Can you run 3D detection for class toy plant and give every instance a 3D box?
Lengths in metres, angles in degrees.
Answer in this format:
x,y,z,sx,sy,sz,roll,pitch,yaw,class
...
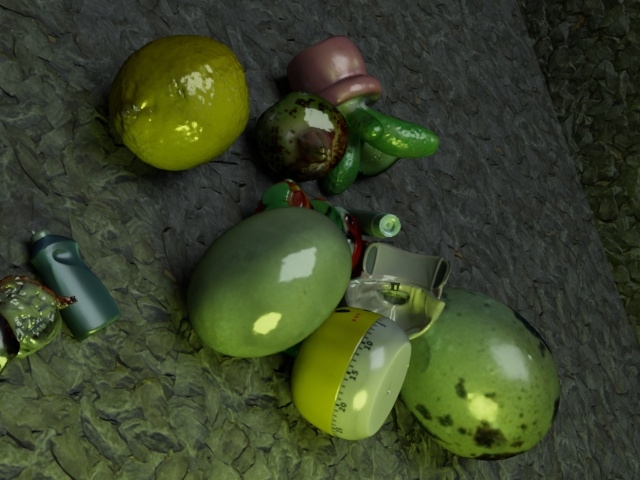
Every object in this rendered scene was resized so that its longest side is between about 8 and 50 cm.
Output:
x,y,z,sx,sy,sz,roll,pitch,yaw,class
0.086,-0.324,2.399,0.317,0.210,0.356,-25,77,-14,toy plant

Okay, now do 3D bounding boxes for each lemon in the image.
x,y,z,sx,sy,sz,roll,pitch,yaw,class
-0.276,-0.266,1.915,0.268,0.268,0.322,57,44,-7,lemon

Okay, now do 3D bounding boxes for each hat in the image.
x,y,z,sx,sy,sz,roll,pitch,yaw,class
0.167,0.112,2.148,0.220,0.164,0.226,15,24,9,hat

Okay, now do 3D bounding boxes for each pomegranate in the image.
x,y,z,sx,sy,sz,roll,pitch,yaw,class
-0.027,-0.225,2.202,0.214,0.214,0.248,38,0,-29,pomegranate

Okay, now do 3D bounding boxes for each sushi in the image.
x,y,z,sx,sy,sz,roll,pitch,yaw,class
-0.504,0.154,1.471,0.130,0.124,0.332,57,37,-13,sushi

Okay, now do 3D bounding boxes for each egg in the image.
x,y,z,sx,sy,sz,roll,pitch,yaw,class
0.343,0.297,2.227,0.428,0.345,0.345,46,35,7,egg
-0.097,0.077,1.880,0.352,0.258,0.258,-32,94,-20,egg

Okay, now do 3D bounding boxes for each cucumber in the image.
x,y,z,sx,sy,sz,roll,pitch,yaw,class
0.131,-0.226,2.549,0.115,0.063,0.244,62,35,-9,cucumber

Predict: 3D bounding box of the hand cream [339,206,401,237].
x,y,z,sx,sy,sz,roll,pitch,yaw,class
0.106,-0.037,2.249,0.058,0.331,0.085,-42,101,-10,hand cream

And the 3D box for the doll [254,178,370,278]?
x,y,z,sx,sy,sz,roll,pitch,yaw,class
0.000,-0.001,2.158,0.363,0.160,0.182,29,40,-40,doll

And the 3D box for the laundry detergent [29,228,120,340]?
x,y,z,sx,sy,sz,roll,pitch,yaw,class
-0.430,0.066,1.674,0.097,0.061,0.206,-36,95,-46,laundry detergent

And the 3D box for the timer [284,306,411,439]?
x,y,z,sx,sy,sz,roll,pitch,yaw,class
0.021,0.249,1.983,0.285,0.285,0.285,29,46,-36,timer
